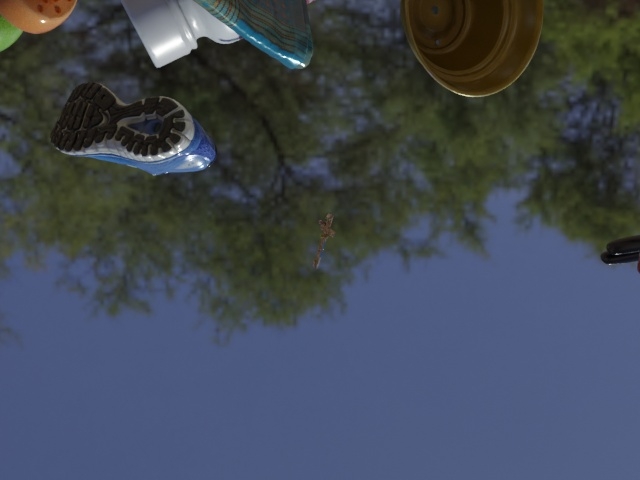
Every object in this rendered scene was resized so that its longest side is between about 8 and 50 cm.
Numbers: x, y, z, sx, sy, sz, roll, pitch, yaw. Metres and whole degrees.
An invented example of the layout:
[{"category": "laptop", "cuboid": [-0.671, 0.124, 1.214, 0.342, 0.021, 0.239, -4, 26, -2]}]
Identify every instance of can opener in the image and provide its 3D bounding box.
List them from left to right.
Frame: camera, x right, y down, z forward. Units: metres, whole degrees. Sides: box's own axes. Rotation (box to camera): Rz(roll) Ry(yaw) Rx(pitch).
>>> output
[{"category": "can opener", "cuboid": [0.505, 0.005, 1.909, 0.186, 0.059, 0.073, -17, -130, -16]}]

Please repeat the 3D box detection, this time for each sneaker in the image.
[{"category": "sneaker", "cuboid": [-0.298, -0.159, 2.014, 0.330, 0.130, 0.147, 16, 167, 39]}]

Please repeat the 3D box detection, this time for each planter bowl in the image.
[{"category": "planter bowl", "cuboid": [0.165, -0.286, 1.565, 0.217, 0.217, 0.090, -18, -165, -31]}]

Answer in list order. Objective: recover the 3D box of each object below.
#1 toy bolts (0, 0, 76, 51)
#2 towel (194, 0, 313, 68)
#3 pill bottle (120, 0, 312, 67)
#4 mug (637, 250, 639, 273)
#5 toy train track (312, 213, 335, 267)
[{"category": "toy bolts", "cuboid": [-0.294, -0.337, 1.260, 0.158, 0.228, 0.218, -14, -153, 36]}, {"category": "towel", "cuboid": [-0.127, -0.376, 1.410, 0.040, 0.271, 0.370, -17, 152, 29]}, {"category": "pill bottle", "cuboid": [-0.097, -0.411, 1.746, 0.392, 0.224, 0.224, -28, -149, -3]}, {"category": "mug", "cuboid": [0.498, -0.023, 1.699, 0.113, 0.169, 0.150, -4, -157, -28]}, {"category": "toy train track", "cuboid": [0.000, 0.000, 1.872, 0.014, 0.083, 0.048, 11, -167, -28]}]
